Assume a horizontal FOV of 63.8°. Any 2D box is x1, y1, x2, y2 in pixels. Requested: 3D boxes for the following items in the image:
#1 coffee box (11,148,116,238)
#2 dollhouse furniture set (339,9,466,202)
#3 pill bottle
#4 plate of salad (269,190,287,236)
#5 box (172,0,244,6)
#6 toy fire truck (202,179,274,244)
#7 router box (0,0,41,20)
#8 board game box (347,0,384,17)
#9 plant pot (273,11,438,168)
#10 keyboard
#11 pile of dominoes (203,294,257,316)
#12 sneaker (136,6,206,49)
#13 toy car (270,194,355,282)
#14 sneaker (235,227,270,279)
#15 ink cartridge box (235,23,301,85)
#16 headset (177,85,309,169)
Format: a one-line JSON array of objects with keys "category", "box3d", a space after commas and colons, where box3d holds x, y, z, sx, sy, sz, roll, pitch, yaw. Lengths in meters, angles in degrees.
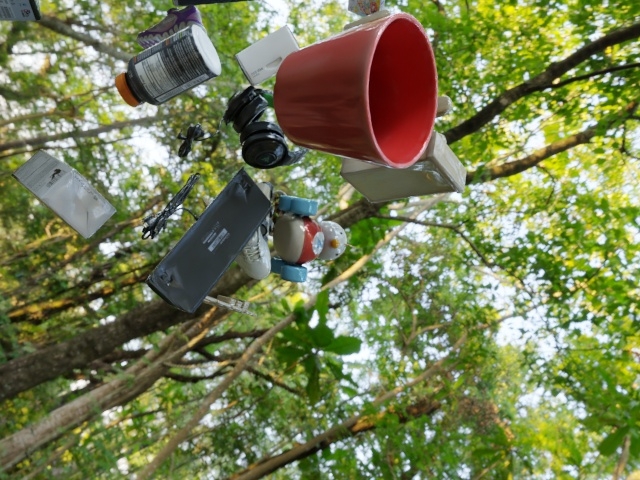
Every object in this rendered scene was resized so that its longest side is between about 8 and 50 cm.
[{"category": "coffee box", "box3d": [-0.725, -0.135, 1.445, 0.297, 0.119, 0.168, 23, -24, 44]}, {"category": "dollhouse furniture set", "box3d": [0.227, -0.317, 1.294, 0.256, 0.362, 0.395, -4, -116, 38]}, {"category": "pill bottle", "box3d": [-0.380, -0.417, 1.267, 0.245, 0.130, 0.131, -21, -89, 13]}, {"category": "plate of salad", "box3d": [-0.201, -0.117, 2.199, 0.199, 0.048, 0.200, -15, -110, 47]}, {"category": "box", "box3d": [-0.307, -0.963, 1.374, 0.472, 0.297, 0.480, 92, -18, -47]}, {"category": "toy fire truck", "box3d": [-0.276, -0.100, 1.651, 0.159, 0.246, 0.217, -81, 178, -50]}, {"category": "router box", "box3d": [-0.465, -0.497, 0.696, 0.309, 0.080, 0.243, 145, -65, -69]}, {"category": "board game box", "box3d": [0.125, -0.675, 1.379, 0.103, 0.026, 0.154, 30, -27, 19]}, {"category": "plant pot", "box3d": [0.059, -0.278, 0.992, 0.243, 0.274, 0.275, 8, -64, 36]}, {"category": "keyboard", "box3d": [-0.237, -0.028, 1.030, 0.033, 0.317, 0.202, -1, -44, 46]}, {"category": "pile of dominoes", "box3d": [-0.311, 0.159, 1.474, 0.195, 0.251, 0.040, 8, -106, 35]}, {"category": "sneaker", "box3d": [-0.446, -0.636, 1.538, 0.236, 0.095, 0.105, -7, -97, 22]}, {"category": "toy car", "box3d": [0.000, 0.000, 1.433, 0.210, 0.237, 0.220, -160, -102, -67]}, {"category": "sneaker", "box3d": [-0.170, 0.002, 1.182, 0.115, 0.090, 0.232, -130, -161, -62]}, {"category": "ink cartridge box", "box3d": [-0.134, -0.489, 1.380, 0.092, 0.158, 0.218, 59, 5, -18]}, {"category": "headset", "box3d": [-0.201, -0.300, 1.443, 0.185, 0.394, 0.244, -42, -109, 41]}]
